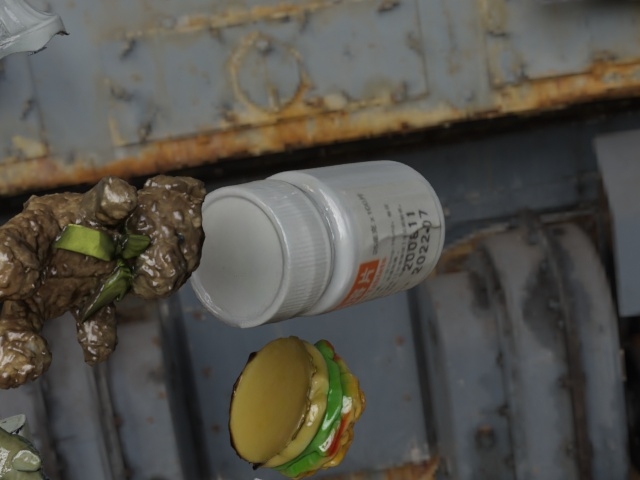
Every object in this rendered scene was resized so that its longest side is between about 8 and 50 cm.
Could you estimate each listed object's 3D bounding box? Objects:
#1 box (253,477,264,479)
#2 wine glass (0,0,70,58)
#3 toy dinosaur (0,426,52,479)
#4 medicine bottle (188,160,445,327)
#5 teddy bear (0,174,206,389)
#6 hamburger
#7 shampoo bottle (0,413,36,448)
[{"bbox_3d":[-0.021,0.610,2.337,0.300,0.200,0.106,9,26,25],"label":"box"},{"bbox_3d":[-0.450,-0.335,1.578,0.165,0.196,0.165,-19,17,6],"label":"wine glass"},{"bbox_3d":[-0.294,0.181,1.063,0.248,0.075,0.188,18,3,-6],"label":"toy dinosaur"},{"bbox_3d":[0.000,0.000,1.694,0.211,0.211,0.371,2,9,38],"label":"medicine bottle"},{"bbox_3d":[-0.248,0.042,1.333,0.223,0.246,0.296,6,25,-4],"label":"teddy bear"},{"bbox_3d":[-0.027,0.266,1.881,0.149,0.237,0.237,24,-6,-33],"label":"hamburger"},{"bbox_3d":[-0.492,0.421,1.938,0.153,0.284,0.071,-19,30,5],"label":"shampoo bottle"}]
